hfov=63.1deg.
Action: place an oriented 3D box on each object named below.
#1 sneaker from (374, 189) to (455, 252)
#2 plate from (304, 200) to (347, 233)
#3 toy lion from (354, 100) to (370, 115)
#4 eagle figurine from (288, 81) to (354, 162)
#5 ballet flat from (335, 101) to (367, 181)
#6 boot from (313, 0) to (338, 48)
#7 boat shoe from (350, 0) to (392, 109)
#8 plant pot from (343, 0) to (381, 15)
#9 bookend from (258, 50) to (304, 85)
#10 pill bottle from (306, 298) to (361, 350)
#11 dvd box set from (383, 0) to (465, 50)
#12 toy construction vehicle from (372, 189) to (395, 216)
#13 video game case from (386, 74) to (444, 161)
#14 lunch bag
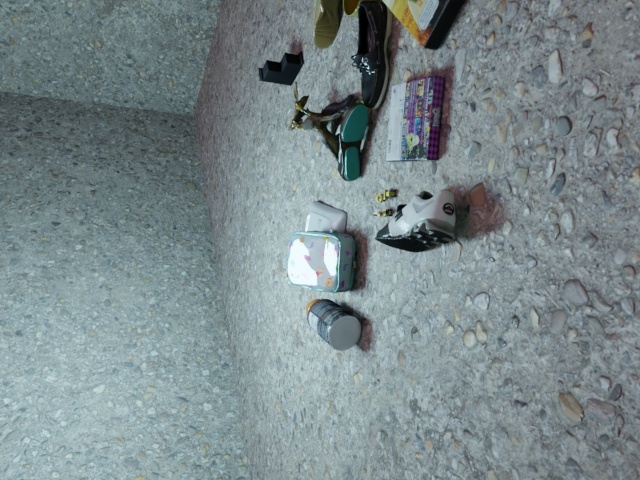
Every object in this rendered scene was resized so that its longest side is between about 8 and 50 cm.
[{"bbox_3d":[0.268,-0.055,1.438,0.331,0.123,0.146,-19,54,64],"label":"sneaker"},{"bbox_3d":[0.000,0.000,2.031,0.277,0.045,0.277,28,112,59],"label":"plate"},{"bbox_3d":[0.134,-0.448,1.813,0.100,0.034,0.096,126,146,-50],"label":"toy lion"},{"bbox_3d":[0.007,-0.434,1.945,0.298,0.225,0.226,24,157,33],"label":"eagle figurine"},{"bbox_3d":[0.094,-0.340,1.780,0.096,0.095,0.280,47,137,51],"label":"ballet flat"},{"bbox_3d":[0.009,-0.905,2.026,0.203,0.095,0.261,-104,14,-46],"label":"boot"},{"bbox_3d":[0.153,-0.601,1.681,0.127,0.113,0.339,30,115,60],"label":"boat shoe"},{"bbox_3d":[0.147,-0.804,1.725,0.134,0.095,0.134,-6,84,64],"label":"plant pot"},{"bbox_3d":[-0.179,-0.780,2.335,0.156,0.157,0.072,135,131,-56],"label":"bookend"},{"bbox_3d":[0.034,0.287,1.863,0.246,0.131,0.130,-151,65,-62],"label":"pill bottle"},{"bbox_3d":[0.276,-0.777,1.437,0.420,0.062,0.307,64,143,32],"label":"dvd box set"},{"bbox_3d":[0.197,-0.118,1.652,0.098,0.035,0.085,-177,89,-64],"label":"toy construction vehicle"},{"bbox_3d":[0.268,-0.344,1.508,0.210,0.042,0.231,-165,78,-64],"label":"video game case"},{"bbox_3d":[0.005,0.068,1.885,0.279,0.108,0.223,7,92,42],"label":"lunch bag"}]
